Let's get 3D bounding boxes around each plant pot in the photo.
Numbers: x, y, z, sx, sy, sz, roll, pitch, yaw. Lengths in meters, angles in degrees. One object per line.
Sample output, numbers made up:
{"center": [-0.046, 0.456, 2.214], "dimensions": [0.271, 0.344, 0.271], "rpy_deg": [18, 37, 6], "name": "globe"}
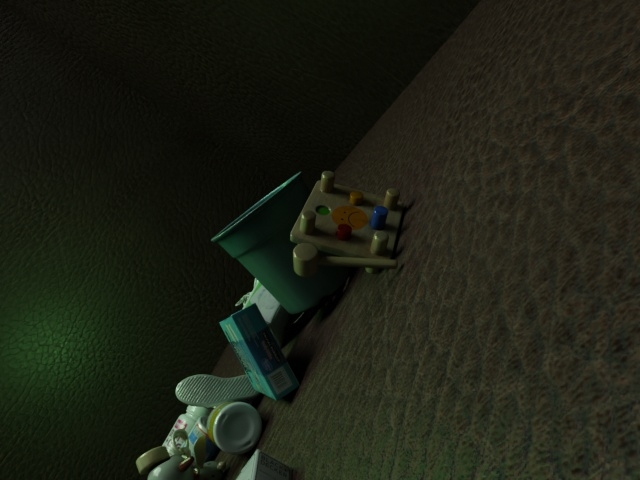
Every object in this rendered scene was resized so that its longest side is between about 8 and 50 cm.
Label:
{"center": [-0.096, 0.023, 1.372], "dimensions": [0.341, 0.334, 0.341], "rpy_deg": [-35, 11, 8], "name": "plant pot"}

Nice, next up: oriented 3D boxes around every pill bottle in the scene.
{"center": [-0.580, 0.862, 1.936], "dimensions": [0.283, 0.160, 0.160], "rpy_deg": [-62, 9, -24], "name": "pill bottle"}
{"center": [-0.267, 0.554, 1.331], "dimensions": [0.136, 0.136, 0.245], "rpy_deg": [-62, 9, -26], "name": "pill bottle"}
{"center": [-0.457, 0.782, 1.653], "dimensions": [0.221, 0.124, 0.124], "rpy_deg": [-58, 9, -1], "name": "pill bottle"}

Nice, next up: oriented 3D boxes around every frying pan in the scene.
{"center": [-0.019, 0.188, 1.504], "dimensions": [0.326, 0.053, 0.197], "rpy_deg": [-42, 19, 56], "name": "frying pan"}

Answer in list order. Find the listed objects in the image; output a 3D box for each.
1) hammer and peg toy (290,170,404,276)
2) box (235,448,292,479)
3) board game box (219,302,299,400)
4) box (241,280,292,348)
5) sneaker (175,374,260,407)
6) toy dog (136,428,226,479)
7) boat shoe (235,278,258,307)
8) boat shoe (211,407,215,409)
{"center": [0.068, -0.013, 1.121], "dimensions": [0.361, 0.266, 0.127], "rpy_deg": [-68, -9, -46], "name": "hammer and peg toy"}
{"center": [-0.132, 0.541, 0.782], "dimensions": [0.169, 0.087, 0.290], "rpy_deg": [-57, 9, 10], "name": "box"}
{"center": [-0.194, 0.329, 1.328], "dimensions": [0.079, 0.254, 0.336], "rpy_deg": [-27, -3, -22], "name": "board game box"}
{"center": [-0.158, 0.226, 1.633], "dimensions": [0.231, 0.126, 0.262], "rpy_deg": [82, -150, -55], "name": "box"}
{"center": [-0.344, 0.527, 1.505], "dimensions": [0.161, 0.282, 0.102], "rpy_deg": [118, 152, -52], "name": "sneaker"}
{"center": [-0.355, 0.634, 1.238], "dimensions": [0.161, 0.220, 0.333], "rpy_deg": [-34, -8, 6], "name": "toy dog"}
{"center": [-0.269, 0.262, 1.805], "dimensions": [0.136, 0.156, 0.367], "rpy_deg": [-48, -33, -53], "name": "boat shoe"}
{"center": [-0.427, 0.674, 1.903], "dimensions": [0.104, 0.110, 0.307], "rpy_deg": [-63, 10, -22], "name": "boat shoe"}
